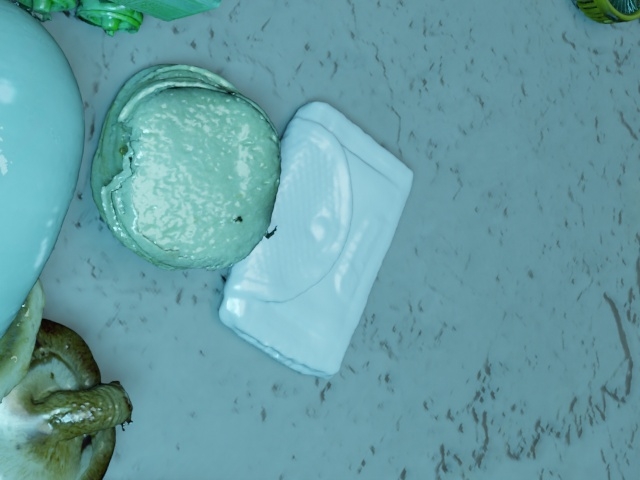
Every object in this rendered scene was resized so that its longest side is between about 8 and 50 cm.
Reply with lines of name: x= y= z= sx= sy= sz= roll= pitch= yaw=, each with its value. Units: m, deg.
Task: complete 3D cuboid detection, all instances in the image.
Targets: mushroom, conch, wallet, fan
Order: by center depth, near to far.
conch: x=-0.223 y=-0.044 z=0.735 sx=0.121 sy=0.185 sz=0.221 roll=54 pitch=29 yaw=-65
mushroom: x=-0.176 y=0.109 z=0.800 sx=0.127 sy=0.087 sz=0.127 roll=6 pitch=81 yaw=-40
wallet: x=0.000 y=0.000 z=0.978 sx=0.124 sy=0.032 sz=0.183 roll=35 pitch=66 yaw=-34
fan: x=0.279 y=-0.223 z=1.199 sx=0.155 sy=0.039 sz=0.082 roll=12 pitch=80 yaw=-38

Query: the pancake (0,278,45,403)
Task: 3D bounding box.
pancake: x=-0.232 y=0.042 z=0.758 sx=0.151 sy=0.025 sz=0.151 roll=4 pitch=61 yaw=-7

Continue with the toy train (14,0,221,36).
toy train: x=-0.175 y=-0.190 z=0.795 sx=0.251 sy=0.119 sz=0.085 roll=15 pitch=80 yaw=-38

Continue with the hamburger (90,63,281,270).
hamburger: x=-0.085 y=-0.046 z=0.894 sx=0.133 sy=0.062 sz=0.140 roll=30 pitch=73 yaw=-32
